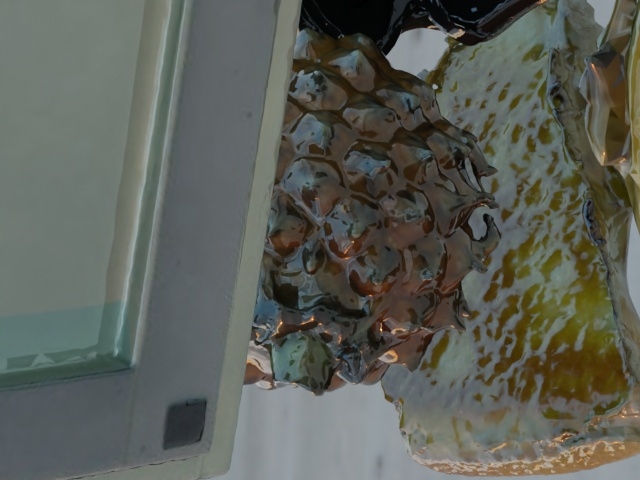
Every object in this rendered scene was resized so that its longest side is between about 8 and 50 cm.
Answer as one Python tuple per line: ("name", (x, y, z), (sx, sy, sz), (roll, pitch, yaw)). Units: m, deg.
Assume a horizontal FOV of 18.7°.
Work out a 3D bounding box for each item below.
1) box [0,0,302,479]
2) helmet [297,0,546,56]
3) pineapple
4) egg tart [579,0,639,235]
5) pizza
("box", (-0.124, -0.046, 0.464), (0.117, 0.225, 0.225), (26, 113, 44))
("helmet", (0.048, -0.165, 0.945), (0.153, 0.177, 0.107), (75, 179, -66))
("pineapple", (0.000, 0.000, 0.885), (0.193, 0.166, 0.166), (-85, 2, -47))
("egg tart", (0.201, -0.055, 0.574), (0.095, 0.279, 0.278), (-145, 57, -69))
("pizza", (0.105, -0.014, 1.045), (0.189, 0.071, 0.297), (-22, 65, 35))
